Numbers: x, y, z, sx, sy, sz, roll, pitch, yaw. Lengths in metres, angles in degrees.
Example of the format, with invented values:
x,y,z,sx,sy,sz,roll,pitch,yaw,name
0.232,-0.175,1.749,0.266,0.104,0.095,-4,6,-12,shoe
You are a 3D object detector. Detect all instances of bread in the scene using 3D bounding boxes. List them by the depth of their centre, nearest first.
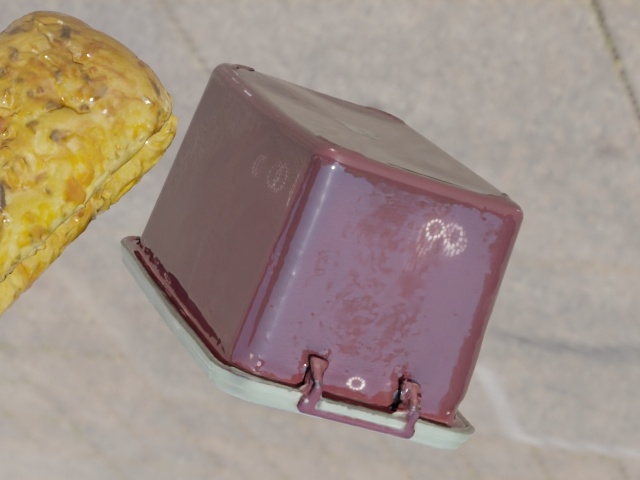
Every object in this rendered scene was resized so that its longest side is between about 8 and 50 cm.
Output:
x,y,z,sx,sy,sz,roll,pitch,yaw,name
-0.178,-0.032,1.072,0.114,0.211,0.083,33,153,16,bread

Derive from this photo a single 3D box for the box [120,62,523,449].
x,y,z,sx,sy,sz,roll,pitch,yaw,name
0.000,0.000,1.332,0.193,0.167,0.294,14,-168,-24,box
